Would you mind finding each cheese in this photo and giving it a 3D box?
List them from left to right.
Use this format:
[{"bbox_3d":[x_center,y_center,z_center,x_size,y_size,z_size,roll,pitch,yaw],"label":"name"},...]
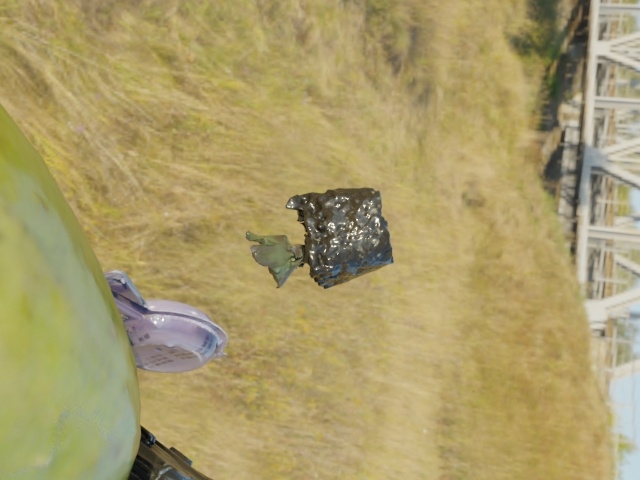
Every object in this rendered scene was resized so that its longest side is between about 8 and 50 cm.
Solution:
[{"bbox_3d":[-0.148,0.073,0.655,0.191,0.105,0.042,45,35,-54],"label":"cheese"}]

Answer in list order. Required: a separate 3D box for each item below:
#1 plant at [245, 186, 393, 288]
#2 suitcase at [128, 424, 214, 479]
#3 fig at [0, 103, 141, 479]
[{"bbox_3d":[0.000,0.000,1.110,0.142,0.203,0.131,89,-16,-74],"label":"plant"},{"bbox_3d":[-0.233,0.213,0.578,0.229,0.335,0.152,-53,149,-18],"label":"suitcase"},{"bbox_3d":[-0.221,0.039,0.353,0.326,0.258,0.258,46,44,-26],"label":"fig"}]
